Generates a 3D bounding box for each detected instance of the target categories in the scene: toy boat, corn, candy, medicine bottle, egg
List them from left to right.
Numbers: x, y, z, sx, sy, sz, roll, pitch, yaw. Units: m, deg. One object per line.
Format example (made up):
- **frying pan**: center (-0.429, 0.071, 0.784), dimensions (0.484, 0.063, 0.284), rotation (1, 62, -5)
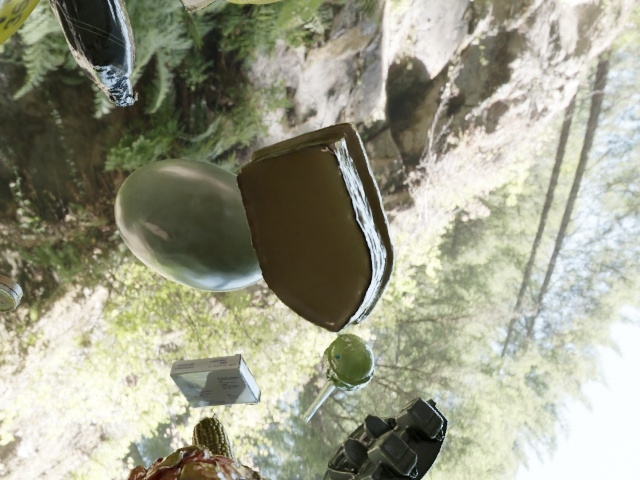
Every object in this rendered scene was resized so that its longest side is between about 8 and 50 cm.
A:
- **egg**: center (-0.248, -0.032, 1.134), dimensions (0.353, 0.258, 0.258), rotation (20, -136, 0)
- **medicine bottle**: center (-0.277, 0.379, 1.465), dimensions (0.201, 0.171, 0.052), rotation (-9, -140, 13)
- **corn**: center (-0.264, 0.581, 1.416), dimensions (0.102, 0.101, 0.310), rotation (-16, -139, -16)
- **toy boat**: center (0.000, 0.000, 0.494), dimensions (0.116, 0.188, 0.061), rotation (-13, -166, 23)
- **candy**: center (0.013, 0.277, 1.035), dimensions (0.093, 0.335, 0.092), rotation (34, -130, 5)
- **toy boat**: center (0.068, 0.320, 0.810), dimensions (0.092, 0.319, 0.141), rotation (45, -125, 9)

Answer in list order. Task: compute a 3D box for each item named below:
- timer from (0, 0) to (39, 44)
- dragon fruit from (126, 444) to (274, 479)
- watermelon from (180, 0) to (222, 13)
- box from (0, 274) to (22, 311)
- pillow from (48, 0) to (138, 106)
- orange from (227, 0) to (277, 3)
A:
- **timer**: center (-0.338, -0.237, 0.280), dimensions (0.377, 0.375, 0.387), rotation (12, -152, 14)
- **dragon fruit**: center (-0.200, 0.471, 0.884), dimensions (0.296, 0.262, 0.314), rotation (-13, -149, 34)
- **watermelon**: center (-0.009, -0.390, 0.508), dimensions (0.283, 0.250, 0.292), rotation (9, -137, 36)
- **box**: center (-0.759, 0.123, 1.295), dimensions (0.106, 0.105, 0.037), rotation (2, -136, 3)
- **pillow**: center (-0.325, -0.354, 0.774), dimensions (0.093, 0.334, 0.161), rotation (-10, -155, -2)
- **orange**: center (-0.091, -0.463, 0.742), dimensions (0.235, 0.278, 0.279), rotation (27, -132, 20)
